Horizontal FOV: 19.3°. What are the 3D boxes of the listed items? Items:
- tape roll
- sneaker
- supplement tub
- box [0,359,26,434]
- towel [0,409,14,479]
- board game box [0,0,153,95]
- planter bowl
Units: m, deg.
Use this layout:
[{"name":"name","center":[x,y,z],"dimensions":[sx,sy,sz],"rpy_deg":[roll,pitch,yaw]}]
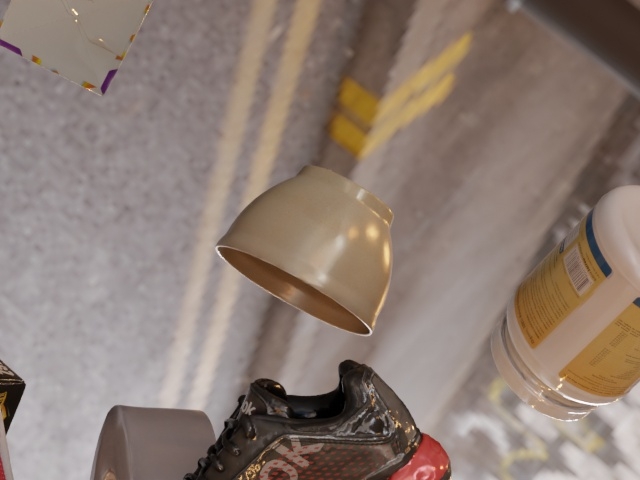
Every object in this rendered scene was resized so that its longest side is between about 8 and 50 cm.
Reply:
[{"name":"tape roll","center":[-0.137,0.242,1.496],"dimensions":[0.219,0.072,0.219],"rpy_deg":[-174,-90,-75]},{"name":"sneaker","center":[-0.053,0.174,1.316],"dimensions":[0.276,0.135,0.097],"rpy_deg":[-27,-169,-1]},{"name":"supplement tub","center":[0.261,0.060,1.723],"dimensions":[0.144,0.144,0.200],"rpy_deg":[-34,168,-51]},{"name":"box","center":[-0.493,0.237,2.182],"dimensions":[0.079,0.257,0.322],"rpy_deg":[4,115,-52]},{"name":"towel","center":[-0.407,0.181,1.472],"dimensions":[0.037,0.329,0.237],"rpy_deg":[-81,164,-71]},{"name":"board game box","center":[-0.273,-0.296,2.229],"dimensions":[0.142,0.144,0.275],"rpy_deg":[-61,-172,18]},{"name":"planter bowl","center":[0.000,0.000,1.707],"dimensions":[0.109,0.162,0.162],"rpy_deg":[-61,170,-11]}]
